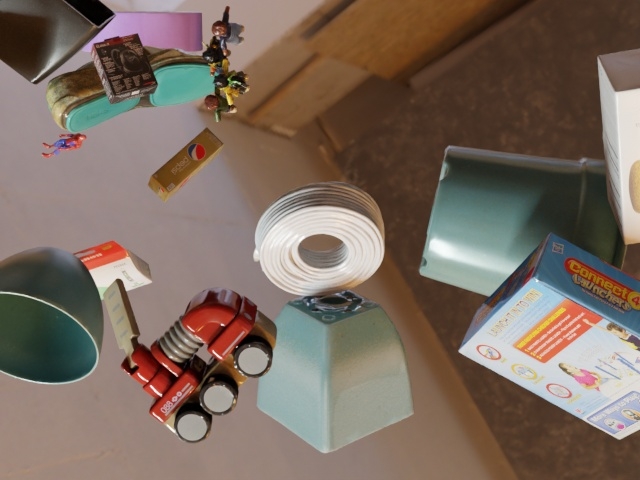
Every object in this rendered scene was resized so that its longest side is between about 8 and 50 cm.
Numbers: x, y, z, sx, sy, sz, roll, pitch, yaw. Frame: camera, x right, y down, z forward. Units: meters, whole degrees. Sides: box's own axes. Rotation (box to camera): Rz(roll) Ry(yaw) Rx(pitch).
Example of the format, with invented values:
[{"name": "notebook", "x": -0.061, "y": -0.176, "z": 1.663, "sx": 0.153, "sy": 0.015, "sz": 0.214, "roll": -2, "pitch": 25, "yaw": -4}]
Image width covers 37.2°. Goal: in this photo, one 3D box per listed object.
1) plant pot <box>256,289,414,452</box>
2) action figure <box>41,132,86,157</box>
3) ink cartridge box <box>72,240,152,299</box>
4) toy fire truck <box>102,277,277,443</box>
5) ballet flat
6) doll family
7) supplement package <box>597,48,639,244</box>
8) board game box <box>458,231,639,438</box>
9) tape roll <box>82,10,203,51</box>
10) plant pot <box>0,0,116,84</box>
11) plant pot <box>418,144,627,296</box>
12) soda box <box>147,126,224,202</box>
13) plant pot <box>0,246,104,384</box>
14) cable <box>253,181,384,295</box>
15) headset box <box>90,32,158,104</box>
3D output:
[{"name": "plant pot", "x": 0.026, "y": 0.241, "z": 1.967, "sx": 0.247, "sy": 0.252, "sz": 0.247, "roll": -17, "pitch": -154, "yaw": -35}, {"name": "action figure", "x": -0.527, "y": -0.199, "z": 1.962, "sx": 0.030, "sy": 0.115, "sz": 0.038, "roll": 38, "pitch": -134, "yaw": -53}, {"name": "ink cartridge box", "x": -0.496, "y": 0.076, "z": 2.121, "sx": 0.225, "sy": 0.181, "sz": 0.056, "roll": 57, "pitch": -165, "yaw": -74}, {"name": "toy fire truck", "x": -0.214, "y": 0.143, "z": 1.440, "sx": 0.246, "sy": 0.217, "sz": 0.158, "roll": 40, "pitch": -167, "yaw": -11}, {"name": "ballet flat", "x": -0.341, "y": -0.299, "z": 1.757, "sx": 0.348, "sy": 0.123, "sz": 0.123, "roll": -23, "pitch": -105, "yaw": -28}, {"name": "doll family", "x": -0.168, "y": -0.307, "z": 1.662, "sx": 0.111, "sy": 0.076, "sz": 0.193, "roll": -17, "pitch": -82, "yaw": -70}, {"name": "supplement package", "x": 0.478, "y": -0.136, "z": 1.344, "sx": 0.134, "sy": 0.139, "sz": 0.244, "roll": -82, "pitch": -20, "yaw": -57}, {"name": "board game box", "x": 0.403, "y": 0.156, "z": 1.434, "sx": 0.302, "sy": 0.308, "sz": 0.086, "roll": 29, "pitch": -119, "yaw": 1}, {"name": "tape roll", "x": -0.406, "y": -0.477, "z": 2.170, "sx": 0.275, "sy": 0.274, "sz": 0.090, "roll": -40, "pitch": -48, "yaw": -69}, {"name": "plant pot", "x": -0.506, "y": -0.392, "z": 1.713, "sx": 0.188, "sy": 0.167, "sz": 0.187, "roll": 39, "pitch": -166, "yaw": -15}, {"name": "plant pot", "x": 0.371, "y": -0.022, "z": 1.778, "sx": 0.334, "sy": 0.341, "sz": 0.341, "roll": 12, "pitch": -158, "yaw": 7}, {"name": "soda box", "x": -0.301, "y": -0.170, "z": 2.132, "sx": 0.058, "sy": 0.061, "sz": 0.181, "roll": 45, "pitch": -116, "yaw": 0}, {"name": "plant pot", "x": -0.563, "y": 0.128, "z": 1.929, "sx": 0.290, "sy": 0.290, "sz": 0.195, "roll": 43, "pitch": -142, "yaw": -29}, {"name": "cable", "x": 0.000, "y": 0.000, "z": 1.868, "sx": 0.257, "sy": 0.257, "sz": 0.089, "roll": 3, "pitch": -136, "yaw": -6}, {"name": "headset box", "x": -0.253, "y": -0.224, "z": 1.221, "sx": 0.062, "sy": 0.032, "sz": 0.083, "roll": -21, "pitch": -97, "yaw": -24}]
